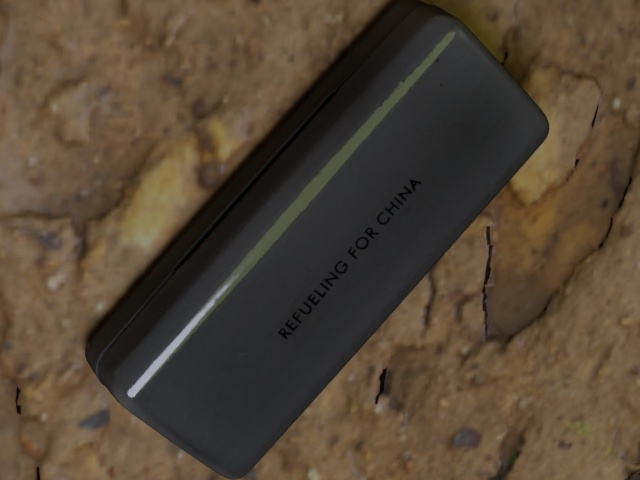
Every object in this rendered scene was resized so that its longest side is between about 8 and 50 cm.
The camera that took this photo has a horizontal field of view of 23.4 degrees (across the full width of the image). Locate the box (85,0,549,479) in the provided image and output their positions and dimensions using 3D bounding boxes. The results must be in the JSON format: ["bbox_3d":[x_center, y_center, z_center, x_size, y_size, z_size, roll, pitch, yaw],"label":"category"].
[{"bbox_3d":[0.000,0.000,0.761,0.243,0.055,0.103,-48,125,-1],"label":"box"}]
